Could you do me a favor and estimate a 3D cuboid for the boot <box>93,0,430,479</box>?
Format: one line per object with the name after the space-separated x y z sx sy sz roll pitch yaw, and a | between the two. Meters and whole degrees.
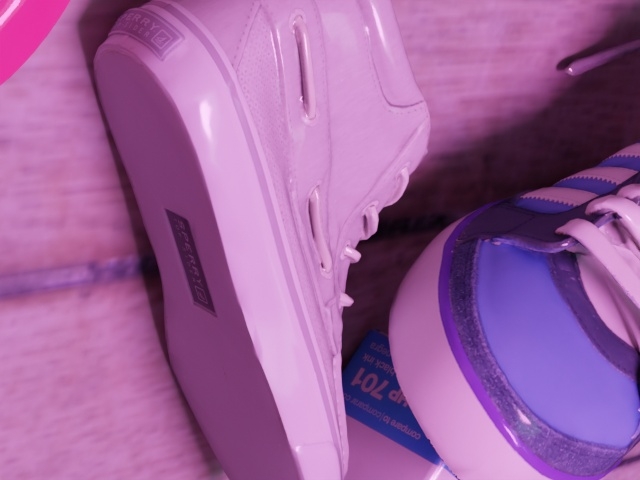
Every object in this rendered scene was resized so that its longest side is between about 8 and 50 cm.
0.000 0.000 0.808 0.123 0.095 0.258 -32 132 -25 | boot

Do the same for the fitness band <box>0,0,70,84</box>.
-0.149 -0.159 0.583 0.209 0.054 0.291 -28 131 -41 | fitness band

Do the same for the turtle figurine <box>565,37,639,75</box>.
0.276 -0.209 1.013 0.266 0.274 0.198 -27 109 -64 | turtle figurine

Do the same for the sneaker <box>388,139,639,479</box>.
0.186 -0.013 0.884 0.236 0.130 0.323 -35 175 30 | sneaker

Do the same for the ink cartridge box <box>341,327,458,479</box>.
0.029 0.160 0.947 0.191 0.082 0.139 -55 142 -9 | ink cartridge box
